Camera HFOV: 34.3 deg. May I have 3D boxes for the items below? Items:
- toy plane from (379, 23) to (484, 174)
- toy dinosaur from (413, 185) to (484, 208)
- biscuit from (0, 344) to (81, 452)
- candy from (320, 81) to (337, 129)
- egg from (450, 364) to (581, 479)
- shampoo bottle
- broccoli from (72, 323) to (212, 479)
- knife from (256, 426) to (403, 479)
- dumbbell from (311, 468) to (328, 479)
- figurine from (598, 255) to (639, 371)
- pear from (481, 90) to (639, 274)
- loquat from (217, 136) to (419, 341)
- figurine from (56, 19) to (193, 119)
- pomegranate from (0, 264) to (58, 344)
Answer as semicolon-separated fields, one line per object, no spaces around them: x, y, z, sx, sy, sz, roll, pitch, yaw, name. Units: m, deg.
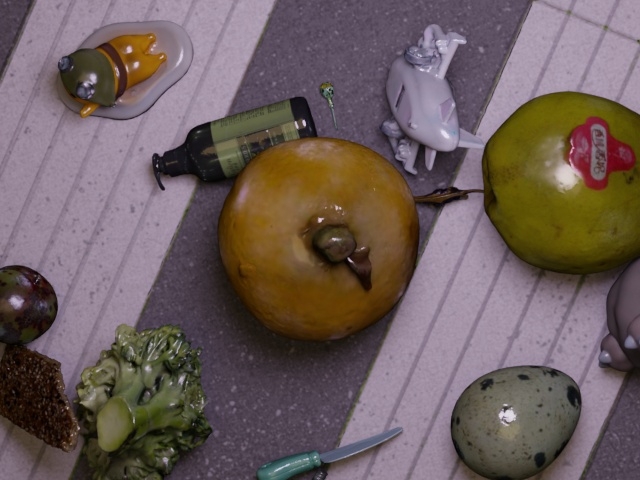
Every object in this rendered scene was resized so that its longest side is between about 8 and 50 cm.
0.173;-0.220;1.673;0.118;0.252;0.252;4;90;-19;toy plane
0.204;-0.075;1.752;0.180;0.058;0.037;-9;80;18;toy dinosaur
-0.475;0.259;1.744;0.237;0.026;0.131;16;93;40;biscuit
0.018;-0.230;1.778;0.023;0.025;0.083;-13;95;-13;candy
0.319;0.289;1.675;0.228;0.177;0.177;-26;88;-11;egg
-0.148;-0.159;1.750;0.284;0.101;0.101;-15;88;4;shampoo bottle
-0.312;0.280;1.687;0.248;0.245;0.288;-8;84;13;broccoli
0.016;0.361;1.751;0.260;0.063;0.035;-19;93;4;knife
-0.061;0.495;1.746;0.081;0.081;0.254;31;91;4;dumbbell
0.610;0.078;1.641;0.380;0.248;0.203;-31;82;-9;figurine
0.425;-0.088;1.630;0.375;0.287;0.287;-1;89;-16;pear
0.000;0.000;1.617;0.328;0.359;0.328;0;94;-7;loquat
-0.345;-0.301;1.747;0.250;0.141;0.166;-31;86;3;figurine
-0.534;0.117;1.759;0.169;0.148;0.148;-25;88;2;pomegranate
